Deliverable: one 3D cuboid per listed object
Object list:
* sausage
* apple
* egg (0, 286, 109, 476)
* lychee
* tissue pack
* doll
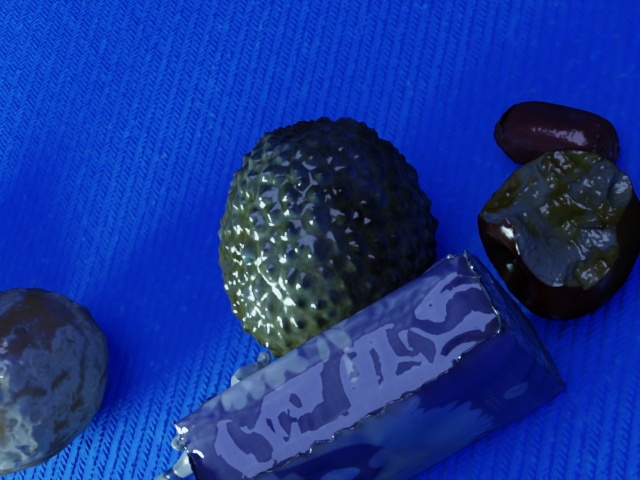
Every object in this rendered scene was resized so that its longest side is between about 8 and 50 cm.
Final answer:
[{"bbox_3d":[0.259,-0.113,1.235,0.141,0.076,0.076,20,79,32],"label":"sausage"},{"bbox_3d":[0.253,-0.008,1.154,0.158,0.147,0.156,-33,47,-11],"label":"apple"},{"bbox_3d":[-0.366,0.170,1.352,0.203,0.203,0.245,27,74,33],"label":"egg"},{"bbox_3d":[0.000,0.000,1.209,0.255,0.274,0.255,-15,44,14],"label":"lychee"},{"bbox_3d":[0.053,0.165,1.119,0.344,0.242,0.125,-32,62,11],"label":"tissue pack"},{"bbox_3d":[-0.112,0.230,1.287,0.114,0.057,0.227,35,96,39],"label":"doll"}]
